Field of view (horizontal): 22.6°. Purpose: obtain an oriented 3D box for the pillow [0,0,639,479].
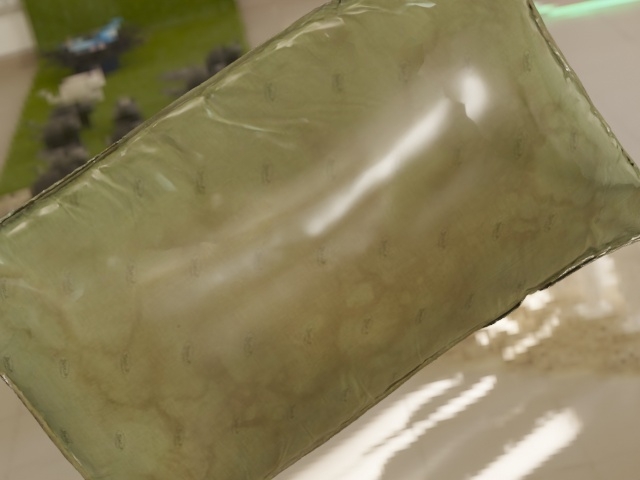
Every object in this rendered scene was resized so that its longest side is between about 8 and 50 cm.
[{"bbox_3d":[0.000,0.000,0.710,0.302,0.185,0.075,-35,21,-2],"label":"pillow"}]
